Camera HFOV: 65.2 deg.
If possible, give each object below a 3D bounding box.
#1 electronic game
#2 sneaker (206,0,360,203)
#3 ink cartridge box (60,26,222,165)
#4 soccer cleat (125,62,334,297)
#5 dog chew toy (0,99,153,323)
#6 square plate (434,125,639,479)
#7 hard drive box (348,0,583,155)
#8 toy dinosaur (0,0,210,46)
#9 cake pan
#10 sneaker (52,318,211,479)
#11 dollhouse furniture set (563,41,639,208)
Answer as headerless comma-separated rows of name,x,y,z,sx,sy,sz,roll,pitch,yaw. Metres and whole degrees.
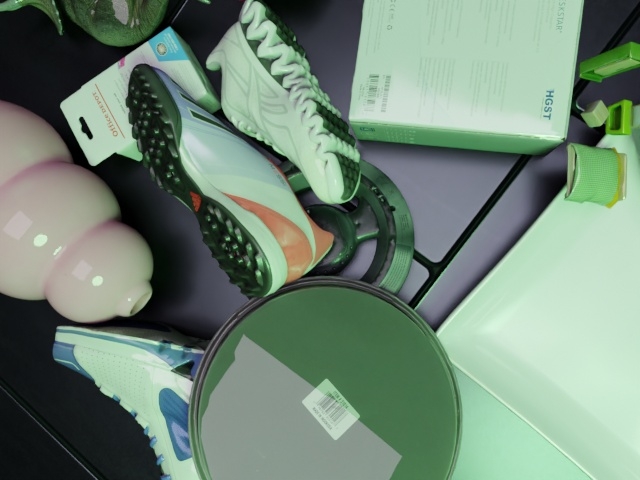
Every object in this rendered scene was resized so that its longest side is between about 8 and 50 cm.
electronic game,0.000,0.000,0.618,0.229,0.048,0.229,-2,78,10
sneaker,-0.048,-0.154,0.605,0.118,0.110,0.292,-34,66,17
ink cartridge box,-0.237,-0.181,0.665,0.181,0.061,0.104,-30,83,7
soccer cleat,-0.114,-0.082,0.582,0.318,0.116,0.108,52,140,15
dog chew toy,-0.347,-0.024,0.615,0.332,0.206,0.206,37,94,4
square plate,0.363,0.093,0.547,0.344,0.049,0.347,40,95,9
hard drive box,0.162,-0.203,0.578,0.232,0.089,0.181,8,89,11
toy dinosaur,-0.279,-0.328,0.671,0.313,0.121,0.160,21,103,6
cake pan,0.007,0.175,0.511,0.293,0.054,0.293,1,74,-2
sneaker,-0.180,0.206,0.603,0.315,0.127,0.182,11,87,9
dollhouse furniture set,0.296,-0.110,0.501,0.076,0.058,0.151,4,88,-25
